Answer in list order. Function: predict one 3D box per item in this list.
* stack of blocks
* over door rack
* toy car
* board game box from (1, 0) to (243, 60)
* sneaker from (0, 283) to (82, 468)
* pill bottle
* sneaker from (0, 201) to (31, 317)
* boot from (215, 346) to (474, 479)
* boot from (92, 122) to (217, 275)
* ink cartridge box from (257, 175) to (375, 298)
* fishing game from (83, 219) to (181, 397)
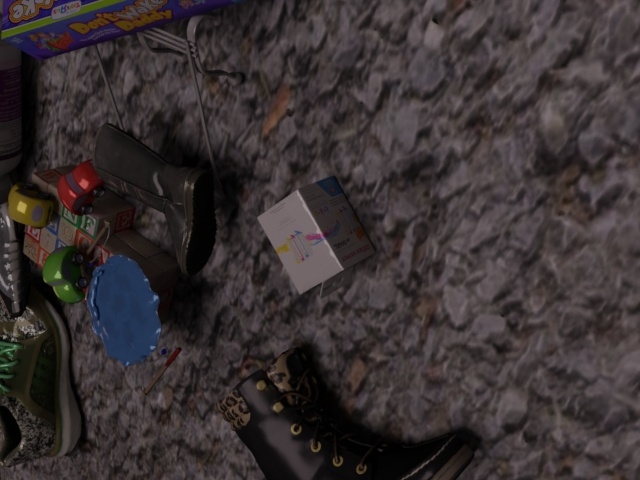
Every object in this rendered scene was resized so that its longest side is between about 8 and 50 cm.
[{"bbox_3d":[-0.383,0.014,1.391,0.297,0.087,0.171,33,121,24],"label":"stack of blocks"},{"bbox_3d":[-0.238,-0.224,1.209,0.239,0.108,0.324,27,134,27],"label":"over door rack"},{"bbox_3d":[-0.434,-0.005,1.313,0.239,0.053,0.225,-10,89,34],"label":"toy car"},{"bbox_3d":[-0.260,-0.399,1.063,0.347,0.078,0.233,-9,75,22],"label":"board game box"},{"bbox_3d":[-0.599,0.266,1.571,0.158,0.182,0.410,-4,101,36],"label":"sneaker"},{"bbox_3d":[-0.628,-0.216,1.442,0.169,0.169,0.301,23,117,28],"label":"pill bottle"},{"bbox_3d":[-0.613,0.034,1.476,0.132,0.086,0.228,1,110,-7],"label":"sneaker"},{"bbox_3d":[0.015,0.288,1.168,0.377,0.138,0.284,-41,80,43],"label":"boot"},{"bbox_3d":[-0.256,-0.062,1.204,0.208,0.076,0.189,19,116,23],"label":"boot"},{"bbox_3d":[0.000,0.000,1.105,0.090,0.092,0.143,-32,86,38],"label":"ink cartridge box"},{"bbox_3d":[-0.312,0.114,1.292,0.264,0.041,0.189,53,126,20],"label":"fishing game"}]
